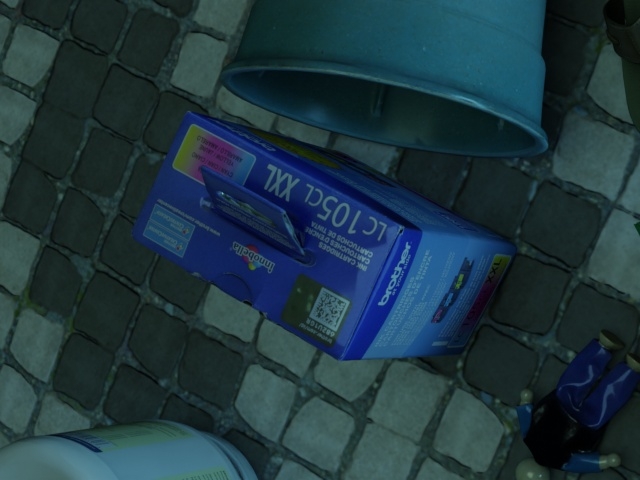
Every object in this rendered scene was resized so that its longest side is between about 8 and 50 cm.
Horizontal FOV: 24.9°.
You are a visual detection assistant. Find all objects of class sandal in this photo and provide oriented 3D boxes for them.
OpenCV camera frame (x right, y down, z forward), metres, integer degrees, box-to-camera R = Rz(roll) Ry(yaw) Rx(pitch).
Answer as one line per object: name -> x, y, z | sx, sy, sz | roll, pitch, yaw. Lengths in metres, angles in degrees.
sandal -> 0.326, -0.229, 1.460 | 0.120, 0.086, 0.303 | -29, 62, 47

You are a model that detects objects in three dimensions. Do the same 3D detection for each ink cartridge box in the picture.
ink cartridge box -> 0.000, 0.000, 1.474 | 0.270, 0.395, 0.151 | 29, 101, 24

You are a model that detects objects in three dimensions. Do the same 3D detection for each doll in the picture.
doll -> 0.269, 0.191, 1.528 | 0.129, 0.046, 0.189 | 42, 106, 23

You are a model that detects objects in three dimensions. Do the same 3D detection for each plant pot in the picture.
plant pot -> 0.095, -0.287, 1.493 | 0.341, 0.341, 0.334 | 9, 85, 27

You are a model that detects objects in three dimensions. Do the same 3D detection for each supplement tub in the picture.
supplement tub -> -0.224, 0.323, 1.614 | 0.235, 0.325, 0.236 | -1, 87, 26

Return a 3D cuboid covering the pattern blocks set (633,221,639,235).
pattern blocks set -> 0.418, -0.122, 1.412 | 0.285, 0.026, 0.325 | 45, 118, 48
